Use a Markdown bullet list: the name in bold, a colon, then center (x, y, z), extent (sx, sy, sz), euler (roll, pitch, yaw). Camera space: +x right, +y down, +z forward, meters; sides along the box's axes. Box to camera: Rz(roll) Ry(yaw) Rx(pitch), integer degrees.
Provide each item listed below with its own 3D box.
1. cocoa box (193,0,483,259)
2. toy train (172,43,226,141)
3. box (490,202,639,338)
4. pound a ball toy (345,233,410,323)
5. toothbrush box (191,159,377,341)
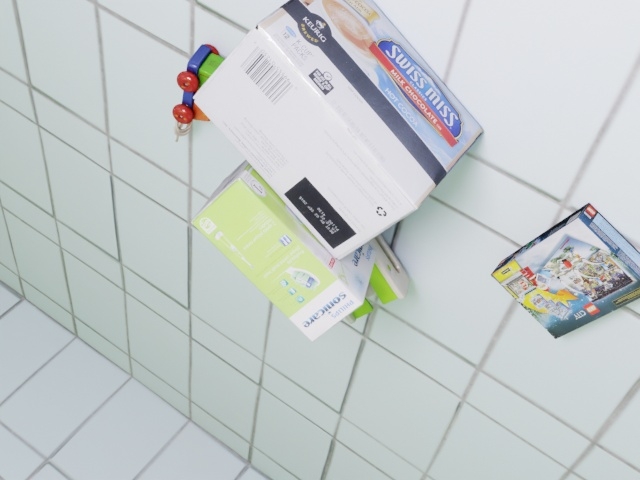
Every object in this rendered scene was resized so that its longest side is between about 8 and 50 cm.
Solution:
- **cocoa box**: center (0.029, -0.194, 1.321), extent (0.347, 0.228, 0.231), euler (48, 143, -6)
- **toy train**: center (-0.198, -0.243, 1.622), extent (0.143, 0.105, 0.248), euler (26, 143, 2)
- **box**: center (0.404, 0.056, 1.371), extent (0.159, 0.044, 0.233), euler (44, 145, -1)
- **pound a ball toy**: center (0.000, 0.000, 1.609), extent (0.208, 0.135, 0.319), euler (-28, 105, 22)
- **toothbrush box**: center (-0.051, -0.004, 1.427), extent (0.122, 0.206, 0.283), euler (-39, 101, 23)
